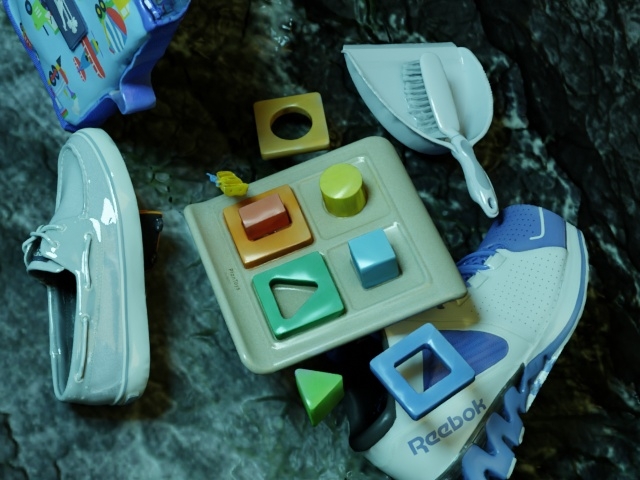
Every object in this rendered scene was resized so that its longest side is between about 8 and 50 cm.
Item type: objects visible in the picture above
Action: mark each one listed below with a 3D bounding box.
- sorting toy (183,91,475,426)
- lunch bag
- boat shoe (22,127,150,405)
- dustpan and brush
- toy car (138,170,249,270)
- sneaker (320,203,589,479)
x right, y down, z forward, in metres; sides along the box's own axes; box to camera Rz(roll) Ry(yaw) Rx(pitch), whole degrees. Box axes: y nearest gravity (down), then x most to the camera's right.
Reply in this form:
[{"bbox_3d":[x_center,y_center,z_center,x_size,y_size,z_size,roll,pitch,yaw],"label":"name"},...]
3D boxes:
[{"bbox_3d":[0.000,0.000,1.135,0.196,0.047,0.347,-20,57,-8],"label":"sorting toy"},{"bbox_3d":[-0.182,-0.236,1.089,0.138,0.221,0.293,-13,79,-32],"label":"lunch bag"},{"bbox_3d":[-0.190,0.019,1.077,0.081,0.079,0.227,-1,76,-34],"label":"boat shoe"},{"bbox_3d":[0.119,-0.109,1.296,0.147,0.060,0.211,-6,71,-31],"label":"dustpan and brush"},{"bbox_3d":[-0.121,-0.017,1.145,0.122,0.060,0.040,-19,37,-19],"label":"toy car"},{"bbox_3d":[0.107,0.077,1.193,0.182,0.127,0.315,35,61,-17],"label":"sneaker"}]
